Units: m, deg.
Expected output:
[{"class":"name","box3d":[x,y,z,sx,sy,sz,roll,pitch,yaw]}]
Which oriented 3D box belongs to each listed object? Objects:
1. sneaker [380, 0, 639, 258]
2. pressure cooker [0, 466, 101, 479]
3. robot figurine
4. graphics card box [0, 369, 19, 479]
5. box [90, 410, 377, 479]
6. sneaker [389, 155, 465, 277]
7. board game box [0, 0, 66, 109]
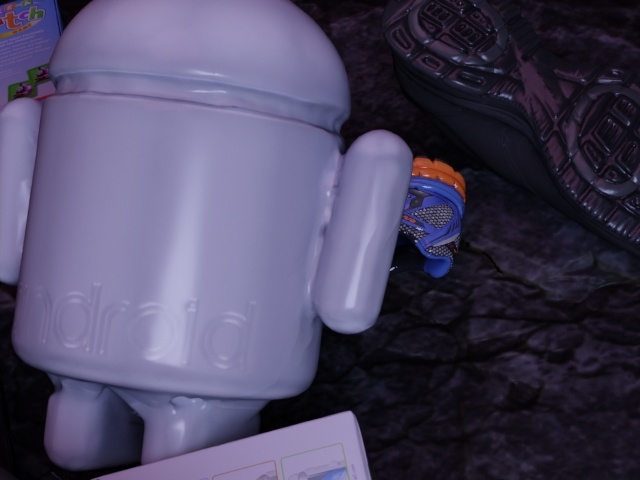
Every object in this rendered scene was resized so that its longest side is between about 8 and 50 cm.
[{"class":"sneaker","box3d":[0.167,-0.081,1.038,0.109,0.130,0.286,-43,73,-14]},{"class":"pressure cooker","box3d":[-0.127,0.305,0.526,0.420,0.375,0.370,24,14,37]},{"class":"robot figurine","box3d":[-0.088,-0.021,0.918,0.300,0.200,0.353,6,88,18]},{"class":"graphics card box","box3d":[-0.317,0.130,0.904,0.233,0.094,0.370,-12,58,-12]},{"class":"box","box3d":[-0.058,0.195,0.830,0.203,0.114,0.103,-15,47,3]},{"class":"sneaker","box3d":[0.000,0.000,1.029,0.221,0.083,0.087,-12,53,10]},{"class":"board game box","box3d":[-0.301,-0.135,1.270,0.160,0.039,0.211,-18,46,-1]}]
